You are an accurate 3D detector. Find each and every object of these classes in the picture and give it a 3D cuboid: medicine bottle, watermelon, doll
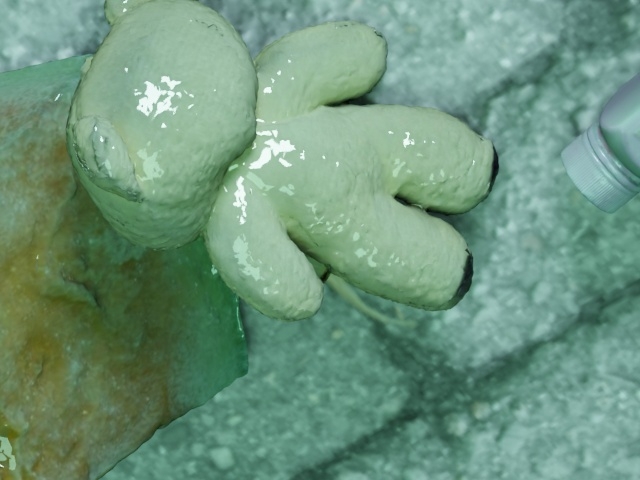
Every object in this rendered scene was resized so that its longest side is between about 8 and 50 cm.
[{"bbox_3d":[0.207,-0.071,1.155,0.055,0.074,0.118,43,115,-13],"label":"medicine bottle"},{"bbox_3d":[-0.216,0.041,1.222,0.151,0.302,0.264,3,125,48],"label":"watermelon"},{"bbox_3d":[-0.027,-0.041,1.168,0.278,0.175,0.149,20,134,-17],"label":"doll"}]

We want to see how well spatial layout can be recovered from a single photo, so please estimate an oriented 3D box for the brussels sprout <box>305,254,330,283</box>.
[{"bbox_3d":[0.001,0.000,1.242,0.083,0.046,0.051,-17,119,16],"label":"brussels sprout"}]
